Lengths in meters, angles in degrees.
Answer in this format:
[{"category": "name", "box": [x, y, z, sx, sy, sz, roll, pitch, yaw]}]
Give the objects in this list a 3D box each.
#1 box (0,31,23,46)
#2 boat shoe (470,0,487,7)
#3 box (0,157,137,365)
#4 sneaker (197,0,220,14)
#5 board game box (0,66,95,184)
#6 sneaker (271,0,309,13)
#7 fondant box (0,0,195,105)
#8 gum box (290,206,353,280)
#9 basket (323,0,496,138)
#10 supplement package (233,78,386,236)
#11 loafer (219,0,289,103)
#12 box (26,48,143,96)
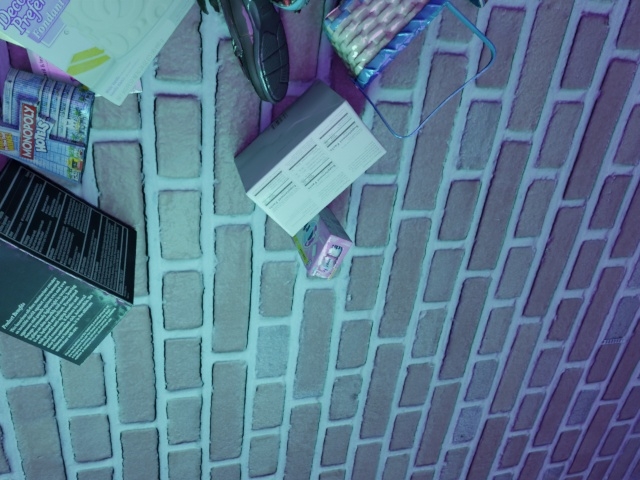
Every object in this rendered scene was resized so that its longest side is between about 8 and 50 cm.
[{"category": "box", "box": [-0.520, -0.453, 0.808, 0.213, 0.117, 0.243, 11, 116, -42]}, {"category": "boat shoe", "box": [0.317, -0.572, 1.118, 0.066, 0.066, 0.183, -33, 123, 1]}, {"category": "box", "box": [-0.535, 0.036, 1.057, 0.294, 0.296, 0.183, 37, 103, -30]}, {"category": "sneaker", "box": [-0.206, -0.498, 0.961, 0.051, 0.089, 0.170, -26, 151, -34]}, {"category": "board game box", "box": [-0.539, -0.214, 1.024, 0.194, 0.060, 0.194, 13, 135, -19]}, {"category": "sneaker", "box": [-0.061, -0.551, 0.998, 0.104, 0.125, 0.262, 4, 99, 14]}, {"category": "fondant box", "box": [-0.370, -0.386, 0.834, 0.238, 0.096, 0.330, -53, 159, 2]}, {"category": "gum box", "box": [0.000, 0.000, 1.272, 0.062, 0.188, 0.107, 20, 111, -27]}, {"category": "basket", "box": [0.167, -0.385, 1.078, 0.254, 0.201, 0.289, -40, 92, 8]}, {"category": "supplement package", "box": [-0.030, -0.178, 1.150, 0.262, 0.204, 0.145, -41, 121, 8]}, {"category": "loafer", "box": [-0.136, -0.417, 1.059, 0.109, 0.095, 0.303, -48, 138, -42]}, {"category": "box", "box": [-0.441, -0.344, 1.020, 0.186, 0.038, 0.145, -8, 121, -12]}]
